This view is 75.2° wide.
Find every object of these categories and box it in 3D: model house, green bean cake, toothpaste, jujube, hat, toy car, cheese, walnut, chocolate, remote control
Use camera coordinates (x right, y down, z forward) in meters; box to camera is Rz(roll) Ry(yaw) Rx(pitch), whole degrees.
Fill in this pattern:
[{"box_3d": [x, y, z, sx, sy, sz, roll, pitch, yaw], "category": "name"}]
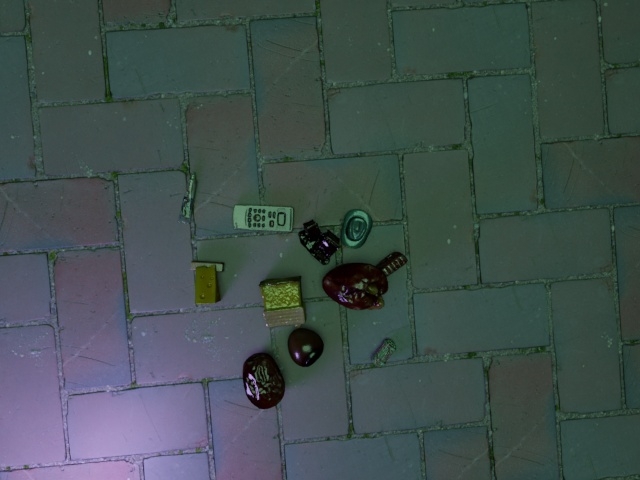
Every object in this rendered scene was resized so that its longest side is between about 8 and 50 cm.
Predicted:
[{"box_3d": [-0.166, 0.286, 1.876, 0.193, 0.175, 0.234, -8, 88, -2], "category": "model house"}, {"box_3d": [0.322, 0.106, 1.907, 0.135, 0.135, 0.056, -38, 96, -1], "category": "green bean cake"}, {"box_3d": [-0.610, -0.193, 1.924, 0.060, 0.038, 0.233, 13, 93, 0], "category": "toothpaste"}, {"box_3d": [-0.258, 0.638, 1.878, 0.183, 0.183, 0.243, -15, 103, -1], "category": "jujube"}, {"box_3d": [-0.010, 0.004, 1.883, 0.203, 0.164, 0.141, 37, 85, 0], "category": "model house"}, {"box_3d": [0.168, -0.054, 1.927, 0.138, 0.078, 0.191, 16, 91, -4], "category": "hat"}, {"box_3d": [0.295, 0.528, 1.955, 0.069, 0.055, 0.142, 42, 79, -10], "category": "toy car"}, {"box_3d": [-0.516, 0.200, 1.893, 0.093, 0.126, 0.171, -6, 88, -2], "category": "cheese"}, {"box_3d": [0.160, 0.209, 1.861, 0.222, 0.269, 0.244, -55, 131, -20], "category": "walnut"}, {"box_3d": [-0.074, 0.482, 1.904, 0.176, 0.177, 0.177, 0, 91, -2], "category": "chocolate"}, {"box_3d": [-0.267, -0.104, 1.934, 0.285, 0.038, 0.123, 4, 92, -2], "category": "remote control"}]

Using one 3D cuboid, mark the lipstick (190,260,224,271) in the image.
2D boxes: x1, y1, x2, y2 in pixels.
[{"box_3d": [-0.523, 0.119, 1.927, 0.145, 0.045, 0.045, 4, 93, -3], "category": "lipstick"}]
